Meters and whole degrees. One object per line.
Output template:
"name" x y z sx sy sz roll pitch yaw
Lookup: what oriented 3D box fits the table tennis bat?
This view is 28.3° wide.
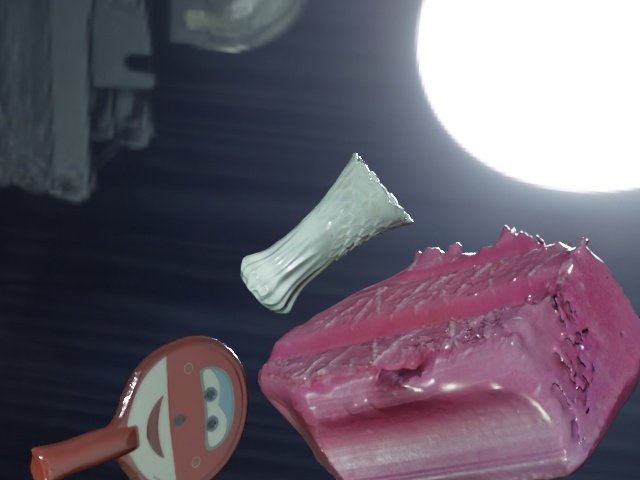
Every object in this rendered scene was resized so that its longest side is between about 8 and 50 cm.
"table tennis bat" -0.101 0.110 0.745 0.154 0.019 0.098 -14 -72 -43

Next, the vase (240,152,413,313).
"vase" 0.000 0.000 1.117 0.148 0.081 0.081 -40 -15 4

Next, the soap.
"soap" 0.089 0.098 0.986 0.220 0.324 0.127 -41 -72 -44
